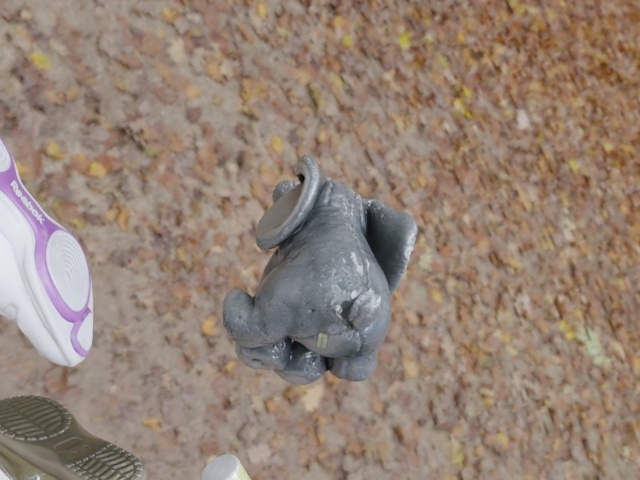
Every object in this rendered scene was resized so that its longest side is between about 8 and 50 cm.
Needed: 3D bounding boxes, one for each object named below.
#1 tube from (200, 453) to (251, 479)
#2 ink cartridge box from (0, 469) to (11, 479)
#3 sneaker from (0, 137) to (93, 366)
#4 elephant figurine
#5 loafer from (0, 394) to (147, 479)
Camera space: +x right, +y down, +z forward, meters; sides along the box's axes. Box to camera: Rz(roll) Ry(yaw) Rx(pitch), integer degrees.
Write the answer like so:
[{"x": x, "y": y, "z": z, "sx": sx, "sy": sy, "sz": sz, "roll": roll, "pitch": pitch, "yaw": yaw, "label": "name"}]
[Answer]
[{"x": -0.094, "y": 0.412, "z": 1.392, "sx": 0.070, "sy": 0.062, "sz": 0.240, "roll": -56, "pitch": 131, "yaw": -42, "label": "tube"}, {"x": -0.328, "y": 0.220, "z": 0.679, "sx": 0.272, "sy": 0.199, "sz": 0.114, "roll": 76, "pitch": 10, "yaw": -49, "label": "ink cartridge box"}, {"x": -0.353, "y": 0.009, "z": 1.014, "sx": 0.305, "sy": 0.152, "sz": 0.114, "roll": 60, "pitch": 17, "yaw": -10, "label": "sneaker"}, {"x": 0.000, "y": 0.000, "z": 0.889, "sx": 0.169, "sy": 0.186, "sz": 0.239, "roll": 60, "pitch": 34, "yaw": -53, "label": "elephant figurine"}, {"x": -0.168, "y": 0.141, "z": 0.594, "sx": 0.056, "sy": 0.148, "sz": 0.050, "roll": -10, "pitch": 112, "yaw": -46, "label": "loafer"}]
